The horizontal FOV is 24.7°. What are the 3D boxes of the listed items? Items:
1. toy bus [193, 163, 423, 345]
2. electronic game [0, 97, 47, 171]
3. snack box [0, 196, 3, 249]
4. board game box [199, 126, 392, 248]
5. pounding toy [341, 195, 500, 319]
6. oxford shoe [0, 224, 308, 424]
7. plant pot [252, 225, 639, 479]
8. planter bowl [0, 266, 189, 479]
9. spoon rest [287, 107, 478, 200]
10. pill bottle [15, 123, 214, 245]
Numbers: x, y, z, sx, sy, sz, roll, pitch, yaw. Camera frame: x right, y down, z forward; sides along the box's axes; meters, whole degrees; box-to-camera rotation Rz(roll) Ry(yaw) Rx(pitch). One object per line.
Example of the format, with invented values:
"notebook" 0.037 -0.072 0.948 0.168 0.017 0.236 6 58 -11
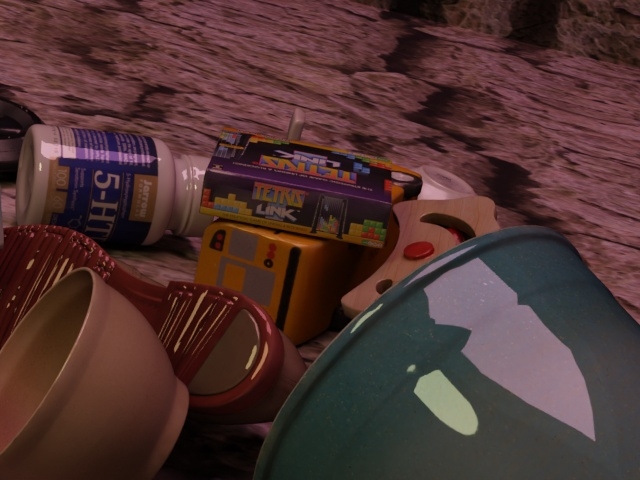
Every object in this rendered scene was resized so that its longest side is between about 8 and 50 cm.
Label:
"toy bus" 0.000 0.000 1.460 0.130 0.108 0.332 17 20 15
"electronic game" -0.407 -0.123 1.621 0.229 0.048 0.229 11 19 -4
"snack box" -0.429 -0.022 1.184 0.322 0.060 0.187 7 10 42
"board game box" -0.019 -0.052 1.357 0.170 0.048 0.141 11 19 -2
"pounding toy" 0.110 0.082 1.341 0.154 0.155 0.269 -13 27 6
"oxford shoe" -0.160 0.082 1.181 0.348 0.123 0.130 19 -15 34
"plant pot" 0.142 0.173 0.881 0.271 0.272 0.255 -7 42 -45
"planter bowl" -0.160 0.114 1.006 0.109 0.162 0.162 34 12 -22
"spoon rest" 0.078 -0.065 1.759 0.276 0.084 0.137 24 20 -8
"pill bottle" -0.204 -0.052 1.463 0.186 0.112 0.112 5 21 -21
